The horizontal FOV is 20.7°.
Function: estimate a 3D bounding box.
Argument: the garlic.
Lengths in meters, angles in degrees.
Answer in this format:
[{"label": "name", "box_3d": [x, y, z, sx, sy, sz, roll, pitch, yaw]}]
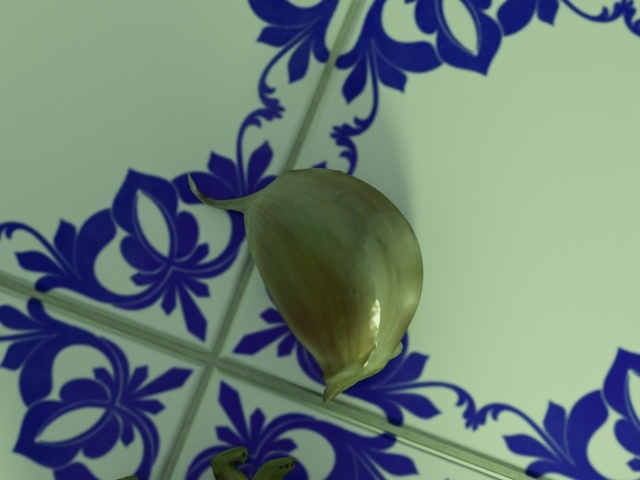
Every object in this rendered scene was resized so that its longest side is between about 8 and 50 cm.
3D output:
[{"label": "garlic", "box_3d": [0.000, -0.005, 1.639, 0.148, 0.128, 0.266, -30, 67, -15]}]

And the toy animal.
[{"label": "toy animal", "box_3d": [-0.087, 0.252, 1.593, 0.219, 0.103, 0.101, -15, 97, -2]}]
